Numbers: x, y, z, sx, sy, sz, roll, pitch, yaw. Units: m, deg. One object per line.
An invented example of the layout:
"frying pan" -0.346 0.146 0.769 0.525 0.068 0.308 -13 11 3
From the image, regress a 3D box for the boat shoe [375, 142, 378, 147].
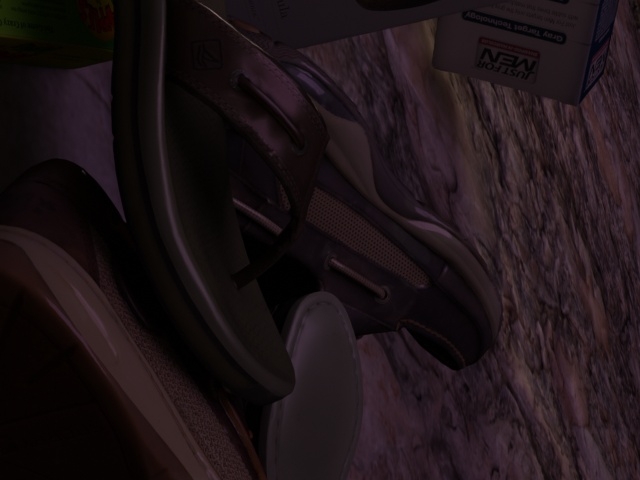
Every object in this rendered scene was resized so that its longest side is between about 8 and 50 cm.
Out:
"boat shoe" 0.020 -0.054 0.979 0.178 0.060 0.064 16 67 -66

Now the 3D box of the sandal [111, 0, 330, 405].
"sandal" -0.043 -0.072 0.584 0.120 0.086 0.303 6 76 -79

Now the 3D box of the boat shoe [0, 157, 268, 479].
"boat shoe" -0.073 0.114 0.618 0.342 0.123 0.123 62 30 -26

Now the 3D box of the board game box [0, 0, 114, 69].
"board game box" -0.161 -0.136 0.597 0.181 0.043 0.092 -11 92 -67

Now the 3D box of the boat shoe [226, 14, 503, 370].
"boat shoe" 0.000 0.000 0.838 0.130 0.132 0.355 -49 131 -6

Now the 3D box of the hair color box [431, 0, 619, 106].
"hair color box" 0.232 -0.332 1.281 0.105 0.173 0.347 -45 148 -51

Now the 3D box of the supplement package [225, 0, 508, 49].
"supplement package" 0.048 -0.224 0.873 0.134 0.244 0.139 -45 122 -64

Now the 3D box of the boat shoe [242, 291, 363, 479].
"boat shoe" -0.026 0.142 0.733 0.081 0.068 0.228 4 89 -45

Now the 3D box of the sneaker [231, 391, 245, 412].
"sneaker" -0.067 0.076 0.745 0.069 0.038 0.098 6 76 -68
